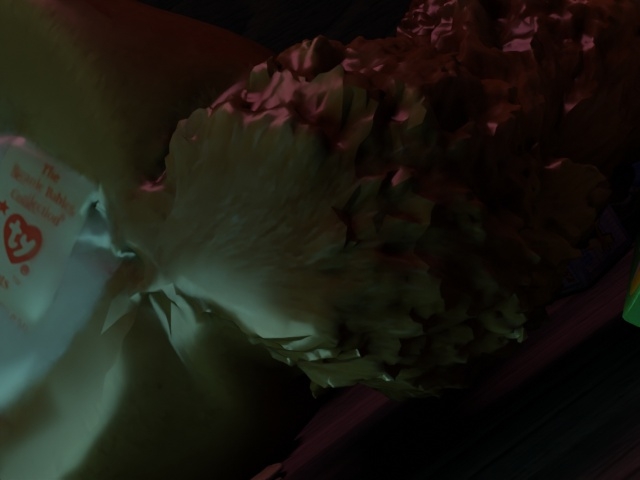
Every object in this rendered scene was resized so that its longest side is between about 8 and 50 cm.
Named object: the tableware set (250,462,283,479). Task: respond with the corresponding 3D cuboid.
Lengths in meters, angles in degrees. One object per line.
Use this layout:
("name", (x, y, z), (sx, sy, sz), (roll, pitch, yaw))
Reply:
("tableware set", (-0.078, 0.172, 1.076), (0.141, 0.020, 0.169), (-31, 2, 6))

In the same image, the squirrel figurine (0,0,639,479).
("squirrel figurine", (0.000, 0.000, 0.826), (0.397, 0.281, 0.370), (-13, -8, 31))

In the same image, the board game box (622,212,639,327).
("board game box", (0.219, -0.131, 0.663), (0.213, 0.046, 0.317), (-61, -5, -59))

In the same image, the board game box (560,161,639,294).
("board game box", (0.167, -0.015, 1.083), (0.194, 0.060, 0.194), (-34, 4, -12))
